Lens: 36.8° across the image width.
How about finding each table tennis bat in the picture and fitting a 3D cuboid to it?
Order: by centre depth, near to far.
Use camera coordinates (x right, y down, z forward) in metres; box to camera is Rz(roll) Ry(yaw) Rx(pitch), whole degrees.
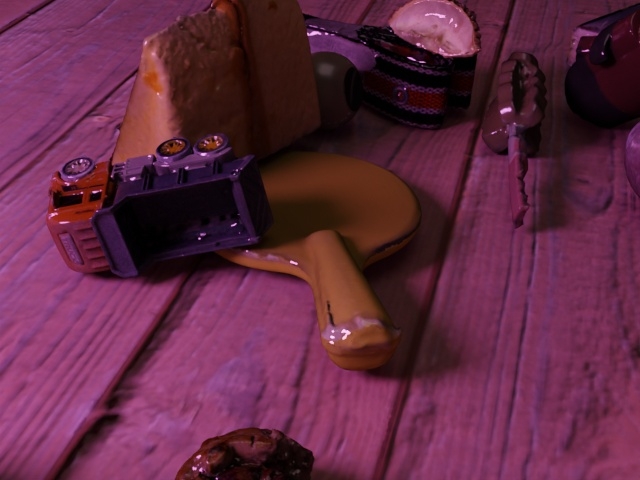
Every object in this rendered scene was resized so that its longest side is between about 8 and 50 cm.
[{"bbox_3d":[0.000,0.000,0.885,0.224,0.054,0.368,-6,30,-12],"label":"table tennis bat"}]

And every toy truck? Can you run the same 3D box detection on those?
[{"bbox_3d":[-0.142,-0.030,0.843,0.192,0.083,0.092,-10,39,5],"label":"toy truck"}]

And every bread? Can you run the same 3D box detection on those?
[{"bbox_3d":[-0.055,0.161,0.609,0.082,0.060,0.113,12,34,9],"label":"bread"},{"bbox_3d":[-0.117,-0.170,0.992,0.135,0.178,0.240,10,28,35],"label":"bread"}]

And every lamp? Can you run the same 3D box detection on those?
[{"bbox_3d":[-0.033,-0.175,1.135,0.163,0.091,0.091,3,29,26],"label":"lamp"}]

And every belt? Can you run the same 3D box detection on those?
[{"bbox_3d":[0.015,-0.232,1.211,0.359,0.094,0.126,15,34,19],"label":"belt"}]

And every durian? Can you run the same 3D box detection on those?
[{"bbox_3d":[0.139,-0.254,1.128,0.130,0.052,0.066,26,45,26],"label":"durian"}]

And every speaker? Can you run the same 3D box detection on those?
[{"bbox_3d":[0.445,-0.216,1.057,0.259,0.198,0.329,0,-12,-14],"label":"speaker"}]

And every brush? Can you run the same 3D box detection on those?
[{"bbox_3d":[0.214,-0.110,1.059,0.071,0.084,0.301,9,38,5],"label":"brush"}]

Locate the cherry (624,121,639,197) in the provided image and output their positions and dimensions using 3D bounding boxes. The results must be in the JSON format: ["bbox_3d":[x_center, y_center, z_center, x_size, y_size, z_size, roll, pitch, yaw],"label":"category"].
[{"bbox_3d":[0.392,-0.075,0.962,0.176,0.140,0.176,-10,10,2],"label":"cherry"}]

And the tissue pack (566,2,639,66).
[{"bbox_3d":[0.480,-0.272,1.343,0.173,0.073,0.235,29,40,35],"label":"tissue pack"}]
